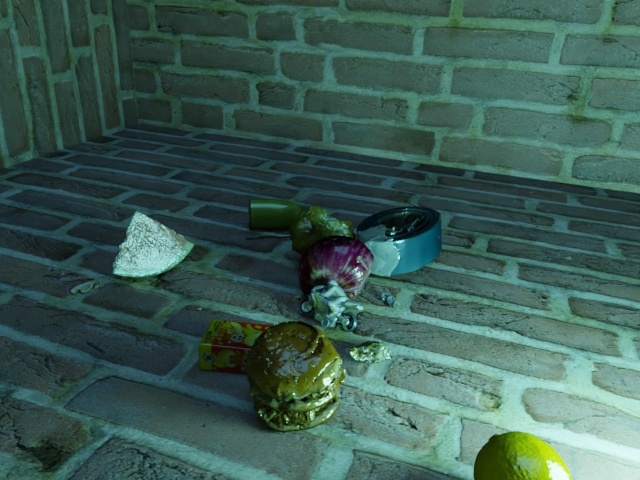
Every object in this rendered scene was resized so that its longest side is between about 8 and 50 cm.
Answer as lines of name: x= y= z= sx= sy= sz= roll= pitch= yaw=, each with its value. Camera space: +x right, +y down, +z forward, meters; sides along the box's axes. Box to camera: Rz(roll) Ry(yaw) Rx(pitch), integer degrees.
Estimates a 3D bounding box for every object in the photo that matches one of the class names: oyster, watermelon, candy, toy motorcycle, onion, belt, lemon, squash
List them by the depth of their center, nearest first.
lemon: x=0.416 y=0.498 z=1.184 sx=0.187 sy=0.186 sz=0.244 roll=-6 pitch=28 yaw=-17
candy: x=-0.198 y=0.308 z=1.657 sx=0.276 sy=0.088 sz=0.146 roll=6 pitch=24 yaw=5
oyster: x=0.145 y=0.328 z=1.690 sx=0.108 sy=0.053 sz=0.166 roll=32 pitch=29 yaw=30
toy motorcycle: x=0.035 y=0.203 z=1.850 sx=0.229 sy=0.151 sz=0.074 roll=16 pitch=-6 yaw=38
onion: x=0.053 y=0.091 z=1.990 sx=0.256 sy=0.230 sz=0.272 roll=-1 pitch=31 yaw=-6
watermelon: x=-0.634 y=0.018 z=2.118 sx=0.310 sy=0.231 sz=0.193 roll=-26 pitch=-1 yaw=-18
belt: x=0.312 y=-0.006 z=2.286 sx=0.300 sy=0.173 sz=0.437 roll=8 pitch=20 yaw=33
squash: x=-0.194 y=-0.116 z=2.537 sx=0.247 sy=0.132 sz=0.132 roll=1 pitch=25 yaw=-8

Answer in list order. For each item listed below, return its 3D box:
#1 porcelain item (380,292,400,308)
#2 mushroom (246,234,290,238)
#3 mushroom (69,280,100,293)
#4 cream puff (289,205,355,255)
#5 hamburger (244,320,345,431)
porcelain item: x=0.238 y=0.205 z=1.988 sx=0.036 sy=0.028 sz=0.083 roll=-16 pitch=29 yaw=-29
mushroom: x=-0.171 y=-0.021 z=2.457 sx=0.286 sy=0.025 sz=0.028 roll=-7 pitch=10 yaw=-16
mushroom: x=-0.816 y=0.165 z=1.995 sx=0.101 sy=0.019 sz=0.049 roll=-16 pitch=30 yaw=-30
cream puff: x=0.001 y=-0.001 z=2.230 sx=0.282 sy=0.185 sz=0.281 roll=18 pitch=42 yaw=-18
hamburger: x=-0.076 y=0.344 z=1.460 sx=0.261 sy=0.211 sz=0.245 roll=28 pitch=40 yaw=35
